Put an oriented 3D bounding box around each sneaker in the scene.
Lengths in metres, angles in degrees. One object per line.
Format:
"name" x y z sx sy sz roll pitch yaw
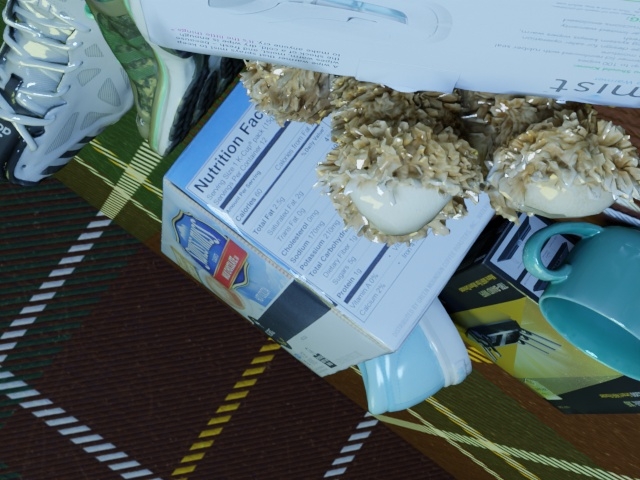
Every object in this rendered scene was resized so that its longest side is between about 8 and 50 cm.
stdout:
"sneaker" 0.014 0.038 1.216 0.366 0.150 0.135 54 164 28
"sneaker" -0.291 -0.186 1.149 0.169 0.257 0.447 35 167 5
"sneaker" -0.157 -0.223 0.959 0.182 0.158 0.410 38 160 6

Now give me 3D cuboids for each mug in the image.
"mug" 0.262 0.041 0.903 0.129 0.097 0.158 23 161 45

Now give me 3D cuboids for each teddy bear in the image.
"teddy bear" 0.073 -0.103 0.641 0.245 0.338 0.113 0 118 13

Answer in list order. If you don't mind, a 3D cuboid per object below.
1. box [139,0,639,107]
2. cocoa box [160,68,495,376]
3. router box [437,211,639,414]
"box" 0.054 -0.159 0.430 0.262 0.127 0.231 6 167 -1
"cocoa box" 0.005 -0.038 0.976 0.228 0.231 0.347 37 167 -1
"router box" 0.246 0.088 1.146 0.243 0.081 0.309 36 167 -1
